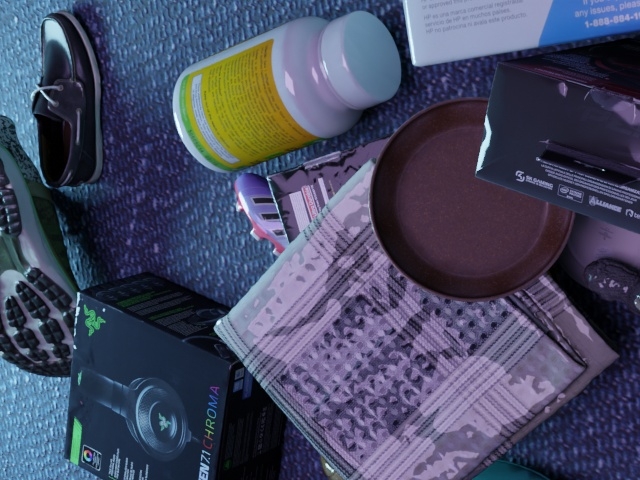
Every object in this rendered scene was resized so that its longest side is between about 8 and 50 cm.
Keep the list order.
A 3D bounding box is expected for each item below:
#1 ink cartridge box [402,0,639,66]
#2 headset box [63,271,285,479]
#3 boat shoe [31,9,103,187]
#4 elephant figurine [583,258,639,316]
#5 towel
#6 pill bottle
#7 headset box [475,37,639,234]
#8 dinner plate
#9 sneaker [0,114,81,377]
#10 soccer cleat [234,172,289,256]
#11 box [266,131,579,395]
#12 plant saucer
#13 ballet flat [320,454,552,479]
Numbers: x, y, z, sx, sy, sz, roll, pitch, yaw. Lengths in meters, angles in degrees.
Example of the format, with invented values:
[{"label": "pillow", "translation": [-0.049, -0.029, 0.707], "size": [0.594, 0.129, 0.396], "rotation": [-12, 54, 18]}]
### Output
[{"label": "ink cartridge box", "translation": [0.211, -0.379, 1.216], "size": [0.285, 0.166, 0.394], "rotation": [-3, 99, 38]}, {"label": "headset box", "translation": [-0.191, 0.199, 1.693], "size": [0.283, 0.131, 0.246], "rotation": [22, 113, 32]}, {"label": "boat shoe", "translation": [-0.340, -0.185, 1.747], "size": [0.084, 0.079, 0.233], "rotation": [4, 102, 38]}, {"label": "elephant figurine", "translation": [0.371, 0.048, 1.216], "size": [0.186, 0.169, 0.239], "rotation": [-34, 64, 3]}, {"label": "towel", "translation": [0.089, 0.099, 1.358], "size": [0.324, 0.056, 0.312], "rotation": [-45, 80, 19]}, {"label": "pill bottle", "translation": [-0.036, -0.169, 1.477], "size": [0.246, 0.136, 0.136], "rotation": [-16, 91, 39]}, {"label": "headset box", "translation": [0.289, -0.089, 1.148], "size": [0.218, 0.293, 0.110], "rotation": [22, 114, 31]}, {"label": "dinner plate", "translation": [0.291, -0.010, 1.344], "size": [0.141, 0.017, 0.141], "rotation": [12, 110, 36]}, {"label": "sneaker", "translation": [-0.388, 0.004, 1.801], "size": [0.158, 0.182, 0.410], "rotation": [-5, 122, 16]}, {"label": "soccer cleat", "translation": [0.000, 0.000, 1.538], "size": [0.095, 0.083, 0.248], "rotation": [-47, 72, 19]}, {"label": "box", "translation": [0.114, 0.040, 1.411], "size": [0.257, 0.079, 0.322], "rotation": [-19, 89, 23]}, {"label": "plant saucer", "translation": [0.147, -0.039, 1.289], "size": [0.199, 0.036, 0.198], "rotation": [0, 86, 5]}, {"label": "ballet flat", "translation": [0.146, 0.302, 1.485], "size": [0.342, 0.116, 0.124], "rotation": [11, 128, 36]}]
